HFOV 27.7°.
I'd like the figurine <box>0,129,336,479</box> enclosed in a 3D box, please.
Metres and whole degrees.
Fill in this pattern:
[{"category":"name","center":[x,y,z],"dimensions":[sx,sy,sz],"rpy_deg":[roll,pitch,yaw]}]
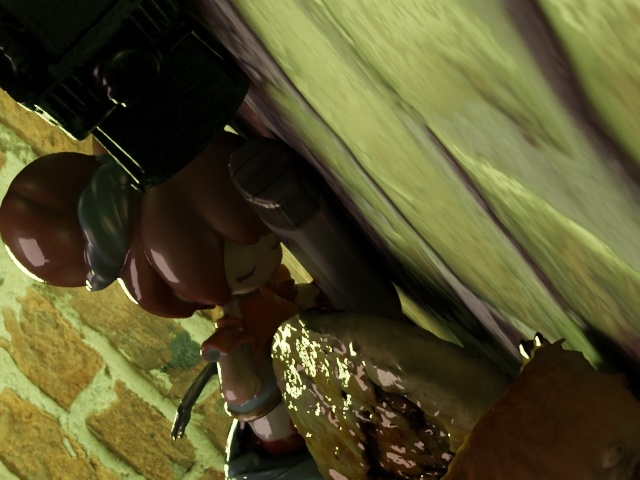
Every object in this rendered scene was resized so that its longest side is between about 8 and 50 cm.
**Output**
[{"category":"figurine","center":[-0.102,0.044,1.275],"dimensions":[0.248,0.276,0.388],"rpy_deg":[-9,117,32]}]

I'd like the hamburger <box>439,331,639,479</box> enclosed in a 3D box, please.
[{"category":"hamburger","center":[0.132,0.281,0.778],"dimensions":[0.268,0.287,0.445],"rpy_deg":[41,163,20]}]

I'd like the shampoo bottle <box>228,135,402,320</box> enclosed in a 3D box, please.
[{"category":"shampoo bottle","center":[0.000,0.000,1.137],"dimensions":[0.086,0.056,0.227],"rpy_deg":[45,176,40]}]

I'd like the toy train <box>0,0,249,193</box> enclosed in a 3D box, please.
[{"category":"toy train","center":[-0.196,-0.170,0.970],"dimensions":[0.330,0.138,0.178],"rpy_deg":[43,179,41]}]

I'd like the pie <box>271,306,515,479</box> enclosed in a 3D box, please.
[{"category":"pie","center":[0.094,0.179,1.088],"dimensions":[0.339,0.077,0.339],"rpy_deg":[28,149,19]}]

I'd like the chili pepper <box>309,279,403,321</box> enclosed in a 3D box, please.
[{"category":"chili pepper","center":[0.052,0.101,1.488],"dimensions":[0.137,0.092,0.368],"rpy_deg":[27,-168,-29]}]
